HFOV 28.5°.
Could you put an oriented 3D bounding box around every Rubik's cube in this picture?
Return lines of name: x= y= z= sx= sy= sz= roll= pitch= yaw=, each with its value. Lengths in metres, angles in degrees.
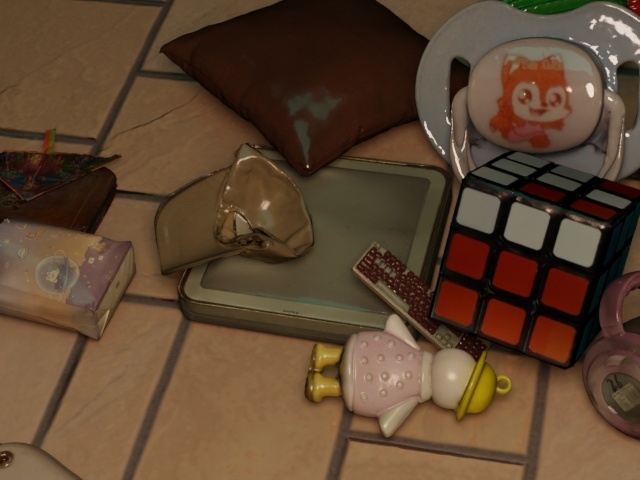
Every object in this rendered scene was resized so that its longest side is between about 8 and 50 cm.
Rubik's cube: x=0.221 y=0.014 z=1.287 sx=0.163 sy=0.160 sz=0.162 roll=20 pitch=22 yaw=22

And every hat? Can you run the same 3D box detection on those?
hat: x=-0.100 y=-0.014 z=1.389 sx=0.175 sy=0.085 sz=0.147 roll=-22 pitch=54 yaw=20

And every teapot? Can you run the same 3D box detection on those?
teapot: x=0.329 y=0.110 z=1.254 sx=0.146 sy=0.116 sz=0.148 roll=-32 pitch=72 yaw=-38

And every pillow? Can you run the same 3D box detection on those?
pillow: x=0.007 y=-0.215 z=1.578 sx=0.308 sy=0.108 sz=0.305 roll=-24 pitch=49 yaw=-29

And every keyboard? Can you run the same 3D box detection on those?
keyboard: x=0.108 y=0.068 z=1.322 sx=0.166 sy=0.017 sz=0.055 roll=41 pitch=45 yaw=0

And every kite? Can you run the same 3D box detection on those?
kite: x=-0.341 y=-0.093 z=1.538 sx=0.190 sy=0.010 sz=0.159 roll=4 pitch=39 yaw=5

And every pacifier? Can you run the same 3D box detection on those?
pacifier: x=0.270 y=-0.165 z=1.495 sx=0.299 sy=0.244 sz=0.233 roll=5 pitch=17 yaw=19

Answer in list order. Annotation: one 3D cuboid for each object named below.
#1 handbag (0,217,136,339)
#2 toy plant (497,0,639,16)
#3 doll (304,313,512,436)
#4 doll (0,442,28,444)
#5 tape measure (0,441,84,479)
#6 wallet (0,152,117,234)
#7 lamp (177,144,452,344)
handbag: x=-0.304 y=0.036 z=1.395 sx=0.173 sy=0.095 sz=0.117 roll=11 pitch=45 yaw=11
toy plant: x=0.335 y=-0.288 z=1.651 sx=0.240 sy=0.088 sz=0.154 roll=10 pitch=60 yaw=0
doll: x=0.089 y=0.137 z=1.272 sx=0.207 sy=0.081 sz=0.129 roll=4 pitch=65 yaw=6
doll: x=-0.347 y=0.224 z=1.259 sx=0.114 sy=0.039 sz=0.057 roll=-25 pitch=15 yaw=-3
tape measure: x=-0.251 y=0.314 z=1.106 sx=0.258 sy=0.130 sz=0.265 roll=28 pitch=55 yaw=25
wallet: x=-0.380 y=-0.060 z=1.532 sx=0.255 sy=0.031 sz=0.137 roll=10 pitch=45 yaw=12
lamp: x=0.000 y=0.000 z=1.432 sx=0.269 sy=0.047 sz=0.266 roll=8 pitch=49 yaw=12
